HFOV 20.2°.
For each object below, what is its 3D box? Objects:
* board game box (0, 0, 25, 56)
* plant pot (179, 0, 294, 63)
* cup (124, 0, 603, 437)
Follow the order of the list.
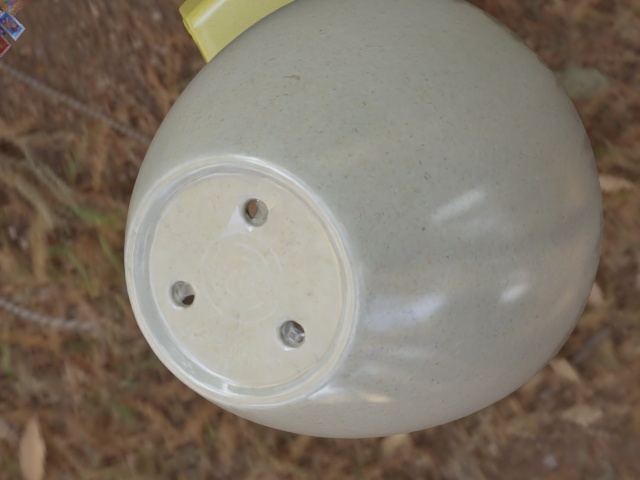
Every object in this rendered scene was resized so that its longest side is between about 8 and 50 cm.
[{"bbox_3d":[-0.318,-0.150,1.537,0.168,0.033,0.133,-47,165,22],"label":"board game box"},{"bbox_3d":[0.001,-0.163,1.465,0.187,0.212,0.212,-28,103,-1],"label":"plant pot"},{"bbox_3d":[0.000,0.000,1.224,0.331,0.237,0.331,6,105,24],"label":"cup"}]
